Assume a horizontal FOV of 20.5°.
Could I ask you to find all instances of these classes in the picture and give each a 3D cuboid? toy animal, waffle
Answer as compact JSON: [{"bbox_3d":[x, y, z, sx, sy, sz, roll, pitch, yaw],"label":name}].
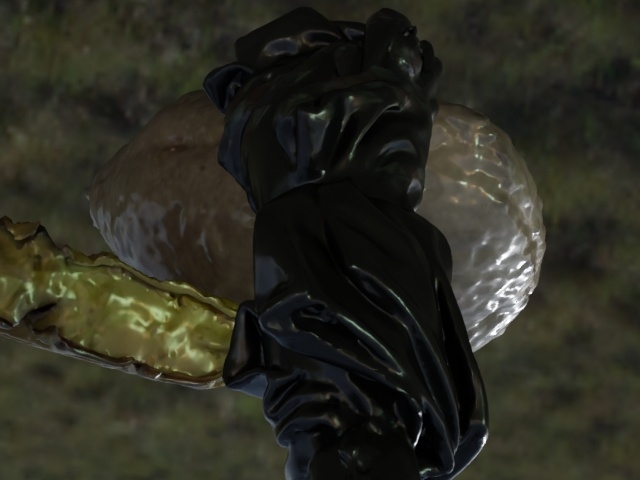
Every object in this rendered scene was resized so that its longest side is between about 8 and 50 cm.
[{"bbox_3d":[-0.005,-0.001,1.150,0.358,0.188,0.226,8,155,39],"label":"toy animal"},{"bbox_3d":[-0.180,0.022,0.987,0.309,0.065,0.283,12,171,24],"label":"waffle"}]

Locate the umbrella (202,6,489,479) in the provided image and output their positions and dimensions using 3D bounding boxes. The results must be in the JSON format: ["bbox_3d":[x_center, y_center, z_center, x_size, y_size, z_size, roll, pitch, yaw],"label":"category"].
[{"bbox_3d":[0.007,0.010,0.707,0.110,0.272,0.122,7,133,-9],"label":"umbrella"}]
